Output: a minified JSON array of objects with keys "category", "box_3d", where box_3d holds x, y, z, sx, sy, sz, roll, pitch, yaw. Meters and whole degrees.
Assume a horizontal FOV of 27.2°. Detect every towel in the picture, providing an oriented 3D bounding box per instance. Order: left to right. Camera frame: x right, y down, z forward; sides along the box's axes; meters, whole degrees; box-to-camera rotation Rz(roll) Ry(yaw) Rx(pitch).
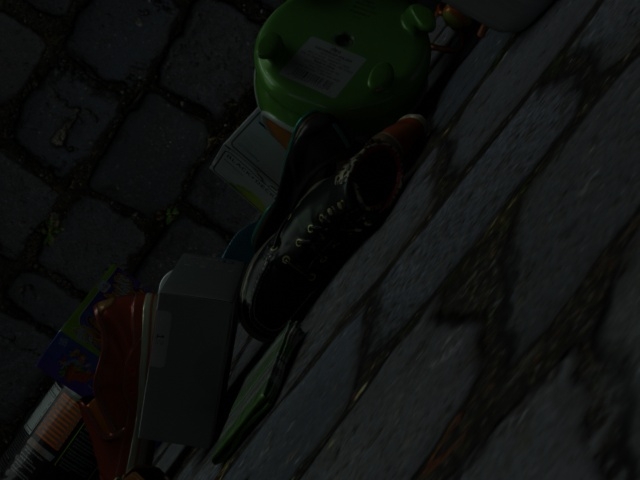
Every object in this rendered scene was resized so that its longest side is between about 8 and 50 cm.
[{"category":"towel","box_3d":[-0.065,0.162,1.405,0.113,0.023,0.152,-54,7,29]}]

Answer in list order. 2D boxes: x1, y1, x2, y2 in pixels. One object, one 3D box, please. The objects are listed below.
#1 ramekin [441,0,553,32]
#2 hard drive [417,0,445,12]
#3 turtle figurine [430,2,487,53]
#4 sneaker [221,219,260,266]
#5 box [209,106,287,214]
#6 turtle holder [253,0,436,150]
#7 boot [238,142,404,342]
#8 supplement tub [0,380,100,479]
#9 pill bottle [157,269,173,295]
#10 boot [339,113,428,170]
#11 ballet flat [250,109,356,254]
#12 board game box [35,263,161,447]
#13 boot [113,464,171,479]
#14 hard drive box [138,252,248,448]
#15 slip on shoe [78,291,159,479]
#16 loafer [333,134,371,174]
[{"category":"ramekin","box_3d":[0.230,-0.349,1.442,0.273,0.127,0.273,-53,5,7]},{"category":"hard drive","box_3d":[0.126,-0.405,1.943,0.233,0.047,0.353,-17,-12,3]},{"category":"turtle figurine","box_3d":[0.219,-0.363,1.807,0.217,0.087,0.269,-56,6,-13]},{"category":"sneaker","box_3d":[-0.149,0.057,2.363,0.228,0.087,0.092,-53,3,-8]},{"category":"box","box_3d":[-0.012,-0.164,1.985,0.290,0.169,0.087,-51,3,-30]},{"category":"turtle holder","box_3d":[0.030,-0.243,1.848,0.227,0.243,0.320,92,179,-52]},{"category":"boot","box_3d":[-0.001,-0.002,1.517,0.236,0.085,0.178,-59,10,-26]},{"category":"supplement tub","box_3d":[-0.443,0.369,2.387,0.316,0.194,0.193,-54,6,-3]},{"category":"pill bottle","box_3d":[-0.246,0.111,2.476,0.112,0.112,0.186,-55,-11,-8]},{"category":"boot","box_3d":[0.079,-0.099,1.620,0.084,0.059,0.158,-43,-1,-33]},{"category":"ballet flat","box_3d":[-0.021,-0.048,1.744,0.095,0.096,0.280,-35,-21,-36]},{"category":"board game box","box_3d":[-0.314,0.184,2.216,0.078,0.233,0.347,-53,6,16]},{"category":"boot","box_3d":[-0.249,0.331,1.431,0.220,0.109,0.283,-56,8,-7]},{"category":"hard drive box","box_3d":[-0.152,0.128,1.620,0.232,0.089,0.181,-89,8,-80]},{"category":"slip on shoe","box_3d":[-0.263,0.230,1.716,0.123,0.101,0.331,-145,60,-88]},{"category":"loafer","box_3d":[0.044,-0.089,1.760,0.170,0.061,0.062,-48,9,52]}]
